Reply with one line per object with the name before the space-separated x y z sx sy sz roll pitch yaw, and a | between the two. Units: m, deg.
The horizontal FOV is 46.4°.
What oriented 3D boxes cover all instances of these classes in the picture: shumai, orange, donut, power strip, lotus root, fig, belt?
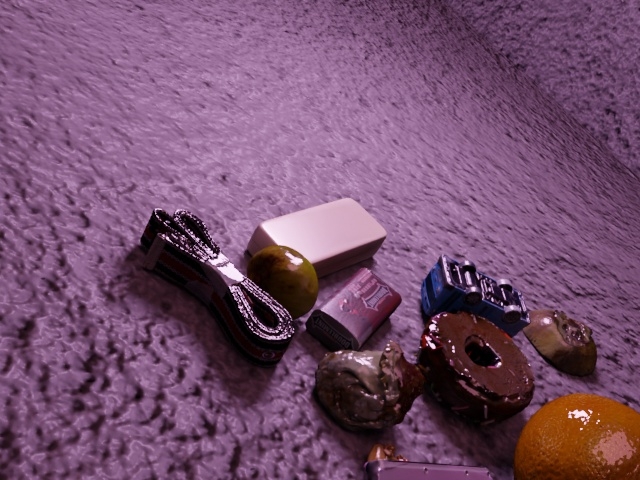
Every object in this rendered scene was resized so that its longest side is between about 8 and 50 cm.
shumai | 0.091 0.247 1.340 0.184 0.142 0.184 24 33 -17
orange | 0.480 0.409 1.330 0.274 0.274 0.274 21 35 -16
donut | 0.315 0.260 1.537 0.270 0.103 0.269 22 32 -15
power strip | 0.180 0.412 1.191 0.279 0.037 0.109 15 59 -33
lotus root | 0.597 0.229 1.825 0.183 0.078 0.203 0 43 -40
fig | -0.074 0.082 1.430 0.121 0.136 0.153 -38 114 -38
belt | -0.188 0.081 1.374 0.359 0.094 0.126 43 34 15

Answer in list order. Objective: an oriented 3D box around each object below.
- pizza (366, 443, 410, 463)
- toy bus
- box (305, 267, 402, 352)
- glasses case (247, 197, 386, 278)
pizza | 0.170 0.427 1.243 0.199 0.062 0.188 15 39 -25
toy bus | 0.341 0.139 1.684 0.234 0.133 0.116 25 35 -19
box | 0.072 0.145 1.524 0.120 0.069 0.224 39 33 12
glasses case | 0.000 0.000 1.643 0.144 0.076 0.336 47 36 21
